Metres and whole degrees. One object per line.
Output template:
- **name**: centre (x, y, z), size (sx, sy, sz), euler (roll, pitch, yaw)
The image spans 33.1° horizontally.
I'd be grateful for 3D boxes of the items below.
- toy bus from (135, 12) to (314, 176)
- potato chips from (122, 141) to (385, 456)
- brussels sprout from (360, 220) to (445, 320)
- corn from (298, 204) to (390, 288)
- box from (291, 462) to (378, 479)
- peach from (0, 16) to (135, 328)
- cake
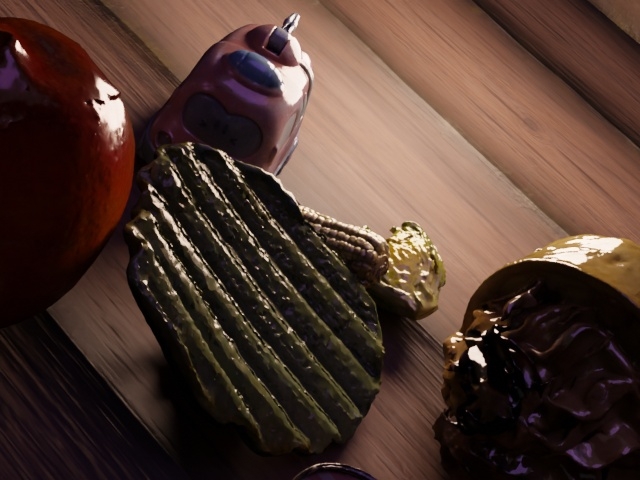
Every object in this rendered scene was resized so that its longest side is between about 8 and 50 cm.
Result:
- **toy bus**: centre (-0.115, -0.193, 1.554), size (0.197, 0.232, 0.294), euler (32, 36, -2)
- **potato chips**: centre (-0.073, 0.076, 1.279), size (0.429, 0.070, 0.358), euler (54, 36, -17)
- **brussels sprout**: centre (0.107, 0.046, 1.562), size (0.139, 0.100, 0.181), euler (-1, 54, -27)
- **corn**: centre (0.000, 0.000, 1.503), size (0.211, 0.087, 0.087), euler (26, 31, 27)
- **box**: centre (0.005, 0.333, 1.127), size (0.151, 0.135, 0.151), euler (17, 38, -14)
- **peach**: centre (-0.362, -0.067, 1.117), size (0.372, 0.373, 0.290), euler (11, 30, -27)
- **cake**: centre (0.294, 0.180, 1.366), size (0.321, 0.332, 0.332), euler (-26, 65, -43)
